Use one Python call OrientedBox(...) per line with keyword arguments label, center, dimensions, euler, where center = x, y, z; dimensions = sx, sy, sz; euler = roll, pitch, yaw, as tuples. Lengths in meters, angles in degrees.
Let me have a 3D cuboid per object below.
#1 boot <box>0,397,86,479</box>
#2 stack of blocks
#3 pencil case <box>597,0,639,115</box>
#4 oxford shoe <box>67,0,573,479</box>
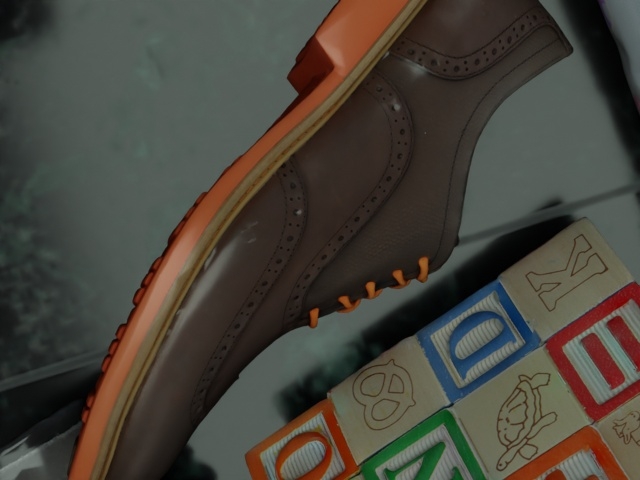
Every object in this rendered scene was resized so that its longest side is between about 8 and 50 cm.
OrientedBox(label="boot", center=(-0.136, 0.252, 0.595), dimensions=(0.222, 0.118, 0.338), euler=(36, 87, 3))
OrientedBox(label="stack of blocks", center=(0.102, 0.150, 0.468), dimensions=(0.171, 0.297, 0.087), euler=(-36, 131, 7))
OrientedBox(label="pencil case", center=(0.149, -0.116, 0.519), dimensions=(0.124, 0.113, 0.273), euler=(-19, 96, 47))
OrientedBox(label="oxford shoe", center=(0.000, 0.000, 0.540), dimensions=(0.098, 0.097, 0.271), euler=(35, 87, -5))
